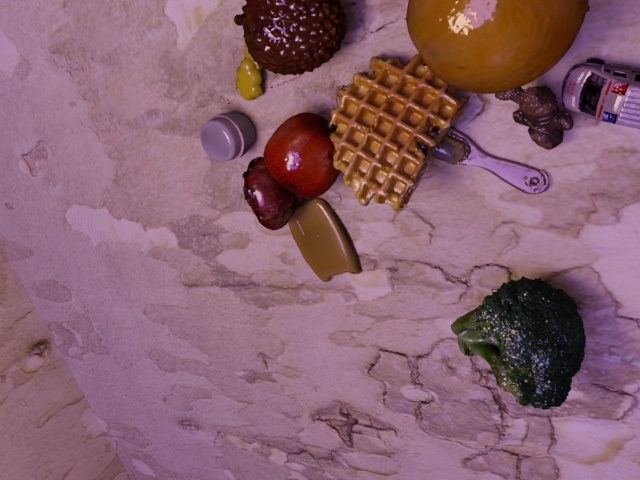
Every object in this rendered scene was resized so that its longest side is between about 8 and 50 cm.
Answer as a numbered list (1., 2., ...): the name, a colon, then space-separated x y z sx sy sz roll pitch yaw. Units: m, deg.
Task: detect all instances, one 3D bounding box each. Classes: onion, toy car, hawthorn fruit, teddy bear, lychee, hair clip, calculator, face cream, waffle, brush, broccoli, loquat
1. onion: -0.107 -0.117 1.249 0.147 0.184 0.183 -16 113 -1
2. toy car: 0.486 -0.222 0.817 0.210 0.108 0.089 20 129 24
3. hawthorn fruit: -0.022 -0.199 1.128 0.179 0.179 0.200 40 116 6
4. teddy bear: 0.377 -0.226 0.896 0.160 0.077 0.119 37 177 -39
5. lychee: -0.066 -0.418 1.006 0.239 0.200 0.199 14 124 18
6. hair clip: -0.153 -0.394 1.172 0.072 0.046 0.173 34 133 16
7. calculator: 0.000 0.000 1.322 0.157 0.033 0.236 -19 104 40
8. face cream: -0.224 -0.253 1.266 0.117 0.104 0.117 17 125 25
9. waffle: 0.146 -0.214 0.992 0.284 0.065 0.309 -13 87 20
10. brush: 0.290 -0.160 1.016 0.313 0.067 0.071 28 128 14
11. broccoli: 0.398 0.202 1.046 0.295 0.265 0.245 38 151 -23
12. loquat: 0.271 -0.357 0.779 0.275 0.275 0.274 16 125 25
